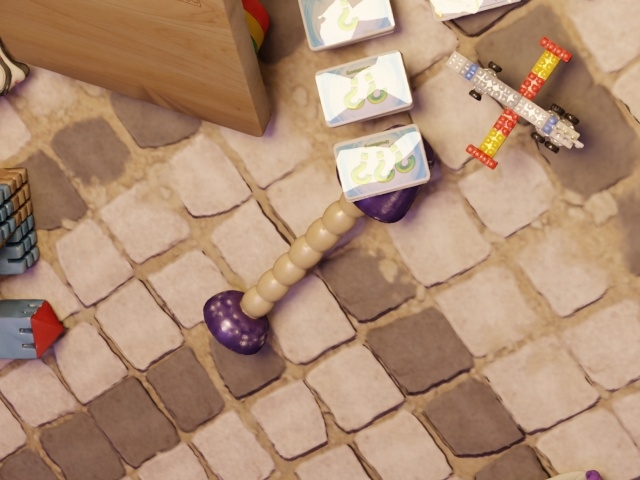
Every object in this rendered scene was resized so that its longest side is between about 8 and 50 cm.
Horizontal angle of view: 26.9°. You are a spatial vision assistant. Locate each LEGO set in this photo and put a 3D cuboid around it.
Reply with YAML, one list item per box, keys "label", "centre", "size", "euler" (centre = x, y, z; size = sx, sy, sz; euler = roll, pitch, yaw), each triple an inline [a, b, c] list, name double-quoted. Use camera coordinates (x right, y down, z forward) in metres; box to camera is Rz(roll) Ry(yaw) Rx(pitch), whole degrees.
- label: "LEGO set"
  centre: [0.112, -0.145, 1.090]
  size: [0.244, 0.060, 0.183]
  euler: [-13, 90, 13]

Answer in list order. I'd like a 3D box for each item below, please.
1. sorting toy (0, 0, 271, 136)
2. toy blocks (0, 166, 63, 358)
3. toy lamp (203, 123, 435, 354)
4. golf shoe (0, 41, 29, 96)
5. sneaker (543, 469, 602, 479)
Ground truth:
- label: "sorting toy"
  centre: [-0.165, -0.215, 1.123]
  size: [0.257, 0.089, 0.255]
  euler: [18, 161, 12]
- label: "toy blocks"
  centre: [-0.407, -0.011, 1.340]
  size: [0.260, 0.191, 0.381]
  euler: [-1, 111, 10]
- label: "toy lamp"
  centre: [0.000, 0.000, 1.218]
  size: [0.080, 0.080, 0.275]
  euler: [44, 122, 0]
- label: "golf shoe"
  centre: [-0.350, -0.213, 1.283]
  size: [0.186, 0.086, 0.067]
  euler: [60, 150, 11]
- label: "sneaker"
  centre: [0.285, 0.294, 1.210]
  size: [0.282, 0.102, 0.161]
  euler: [4, 109, 21]
